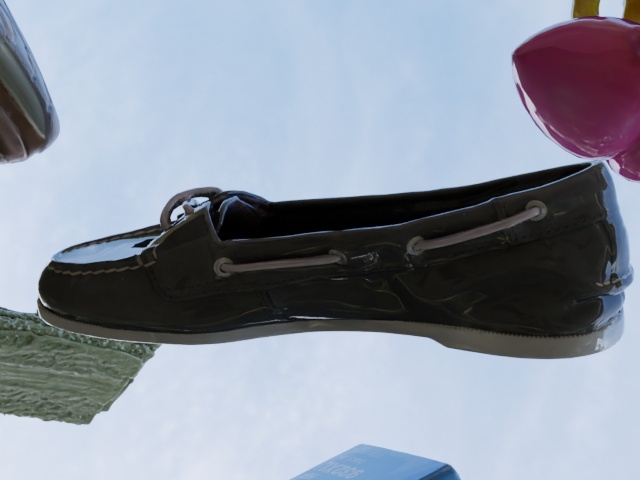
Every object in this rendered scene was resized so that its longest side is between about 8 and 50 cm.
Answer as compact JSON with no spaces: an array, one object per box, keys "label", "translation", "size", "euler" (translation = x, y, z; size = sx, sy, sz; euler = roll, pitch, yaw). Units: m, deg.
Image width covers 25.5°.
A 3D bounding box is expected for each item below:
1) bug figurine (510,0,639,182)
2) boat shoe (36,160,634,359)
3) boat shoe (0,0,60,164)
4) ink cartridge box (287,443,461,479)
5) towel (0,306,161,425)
[{"label":"bug figurine","translation":[0.153,-0.008,0.292],"size":[0.216,0.279,0.072],"euler":[21,-86,-11]},{"label":"boat shoe","translation":[0.000,0.000,0.770],"size":[0.335,0.112,0.095],"euler":[1,-72,16]},{"label":"boat shoe","translation":[-0.251,-0.146,0.697],"size":[0.116,0.324,0.123],"euler":[-34,-140,3]},{"label":"ink cartridge box","translation":[-0.041,0.282,0.790],"size":[0.307,0.223,0.129],"euler":[-24,-170,-23]},{"label":"towel","translation":[-0.195,0.087,0.977],"size":[0.110,0.148,0.027],"euler":[-48,-136,38]}]
